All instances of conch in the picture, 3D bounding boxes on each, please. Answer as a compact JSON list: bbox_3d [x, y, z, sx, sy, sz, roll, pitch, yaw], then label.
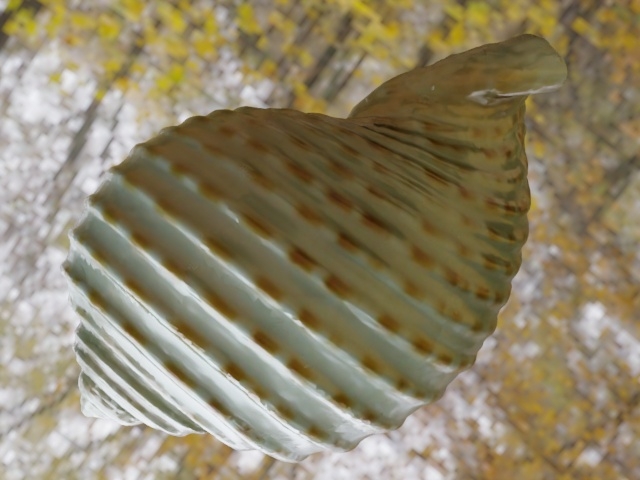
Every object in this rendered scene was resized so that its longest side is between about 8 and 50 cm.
[{"bbox_3d":[0.000,0.007,0.516,0.135,0.153,0.102,-159,54,-79],"label":"conch"}]
